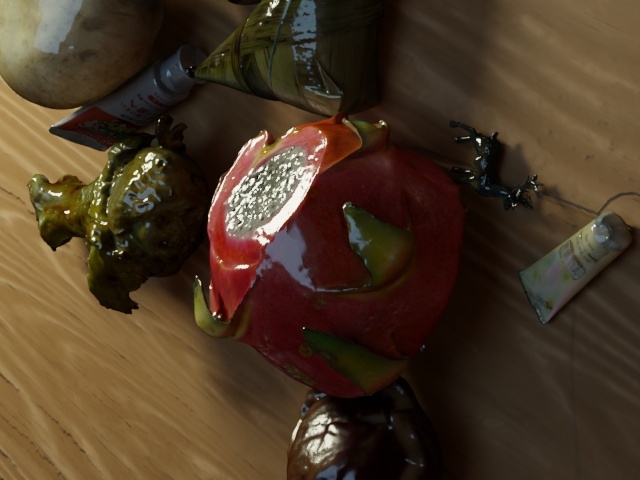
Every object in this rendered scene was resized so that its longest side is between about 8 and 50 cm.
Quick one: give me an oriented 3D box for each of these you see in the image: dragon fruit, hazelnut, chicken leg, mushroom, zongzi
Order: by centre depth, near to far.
[{"bbox_3d":[0.000,0.000,1.774,0.291,0.189,0.290,-33,43,37],"label":"dragon fruit"},{"bbox_3d":[0.038,0.227,1.822,0.170,0.160,0.201,-24,71,14],"label":"hazelnut"},{"bbox_3d":[-0.038,-0.256,1.896,0.242,0.112,0.221,17,107,36],"label":"zongzi"},{"bbox_3d":[-0.298,-0.277,2.104,0.255,0.184,0.254,13,110,39],"label":"mushroom"},{"bbox_3d":[-0.242,-0.014,2.131,0.361,0.140,0.211,-22,56,55],"label":"chicken leg"}]

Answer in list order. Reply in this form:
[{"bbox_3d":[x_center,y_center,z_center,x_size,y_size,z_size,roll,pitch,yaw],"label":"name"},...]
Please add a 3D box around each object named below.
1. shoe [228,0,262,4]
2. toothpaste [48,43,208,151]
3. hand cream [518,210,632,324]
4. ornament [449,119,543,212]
[{"bbox_3d":[-0.132,-0.344,2.010,0.291,0.114,0.137,34,132,46],"label":"shoe"},{"bbox_3d":[-0.226,-0.167,2.140,0.234,0.089,0.057,-26,56,40],"label":"toothpaste"},{"bbox_3d":[0.240,0.021,1.693,0.143,0.039,0.061,-46,63,44],"label":"hand cream"},{"bbox_3d":[0.172,-0.071,1.761,0.125,0.028,0.073,24,111,45],"label":"ornament"}]
